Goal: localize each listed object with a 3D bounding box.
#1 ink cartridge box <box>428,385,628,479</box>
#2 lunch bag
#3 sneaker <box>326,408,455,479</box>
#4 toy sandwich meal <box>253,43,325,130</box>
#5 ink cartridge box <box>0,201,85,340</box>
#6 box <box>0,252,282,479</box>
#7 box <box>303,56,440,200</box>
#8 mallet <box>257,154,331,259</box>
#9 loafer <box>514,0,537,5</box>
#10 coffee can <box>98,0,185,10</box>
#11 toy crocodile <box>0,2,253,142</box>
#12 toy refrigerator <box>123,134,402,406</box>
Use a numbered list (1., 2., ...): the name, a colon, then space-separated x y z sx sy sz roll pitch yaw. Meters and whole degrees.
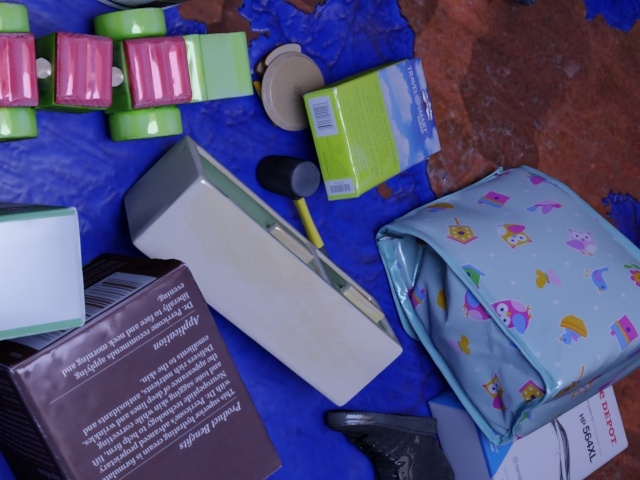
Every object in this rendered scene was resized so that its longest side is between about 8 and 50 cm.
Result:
1. ink cartridge box: 0.236 0.207 1.286 0.203 0.086 0.148 -26 106 -30
2. lunch bag: 0.208 0.049 1.209 0.223 0.160 0.262 -24 64 -30
3. sneaker: 0.075 0.225 1.198 0.170 0.051 0.089 11 81 -37
4. toy sandwich meal: -0.032 -0.149 1.127 0.086 0.029 0.085 -5 98 -37
5. ink cartridge box: -0.288 0.021 0.847 0.154 0.212 0.093 -9 100 -35
6. box: -0.173 0.138 0.956 0.168 0.167 0.203 -32 109 -30
7. box: 0.055 -0.116 1.150 0.178 0.042 0.109 -30 110 -54
8. mallet: 0.000 0.000 1.132 0.039 0.062 0.189 -37 111 -27
9. loafer: 0.267 -0.334 1.305 0.061 0.062 0.170 35 74 -35
10. coffee can: -0.094 -0.303 0.928 0.202 0.275 0.201 -2 93 -34
11. toy crocodile: -0.201 -0.140 0.964 0.341 0.105 0.115 -6 95 -34
12. toy refrigerator: -0.048 0.028 1.058 0.094 0.102 0.269 -43 118 9
